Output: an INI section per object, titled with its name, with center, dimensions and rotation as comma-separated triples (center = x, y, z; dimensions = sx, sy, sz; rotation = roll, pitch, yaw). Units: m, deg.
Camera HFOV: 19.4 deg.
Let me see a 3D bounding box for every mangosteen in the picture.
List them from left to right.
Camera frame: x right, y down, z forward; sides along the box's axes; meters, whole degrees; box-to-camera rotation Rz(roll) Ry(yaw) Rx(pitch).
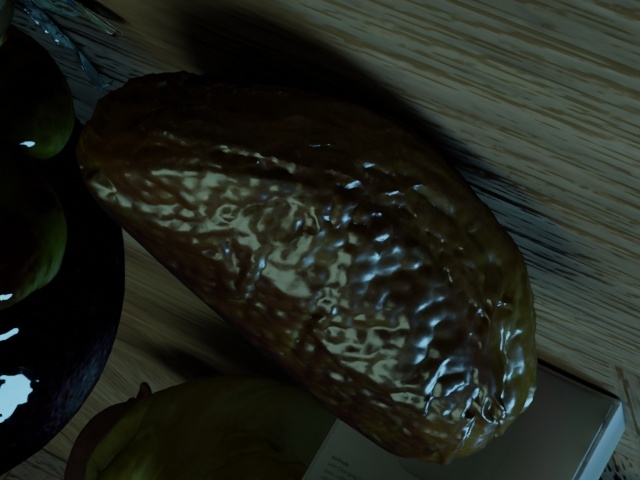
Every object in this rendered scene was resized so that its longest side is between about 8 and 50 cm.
[mangosteen]
center = -0.216, -0.019, 0.919
dimensions = 0.275, 0.275, 0.302
rotation = 31, 136, -2

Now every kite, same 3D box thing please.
[kite]
center = -0.139, -0.113, 0.869
dimensions = 0.139, 0.011, 0.156
rotation = 24, 164, 39

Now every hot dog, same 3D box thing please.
[hot dog]
center = -0.003, 0.002, 0.796
dimensions = 0.227, 0.099, 0.160
rotation = 40, 163, -31

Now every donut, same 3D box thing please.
[donut]
center = -0.020, 0.246, 1.356
dimensions = 0.360, 0.170, 0.360
rotation = 14, 142, 11

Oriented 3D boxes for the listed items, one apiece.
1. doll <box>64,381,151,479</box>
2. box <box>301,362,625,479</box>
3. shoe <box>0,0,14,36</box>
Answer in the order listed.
[doll]
center = -0.090, 0.206, 1.586
dimensions = 0.256, 0.152, 0.196
rotation = 14, 132, 4
[box]
center = 0.072, 0.117, 0.980
dimensions = 0.130, 0.129, 0.051
rotation = 26, 164, 20
[shoe]
center = -0.222, -0.164, 0.682
dimensions = 0.275, 0.098, 0.103
rotation = 36, 173, -28
